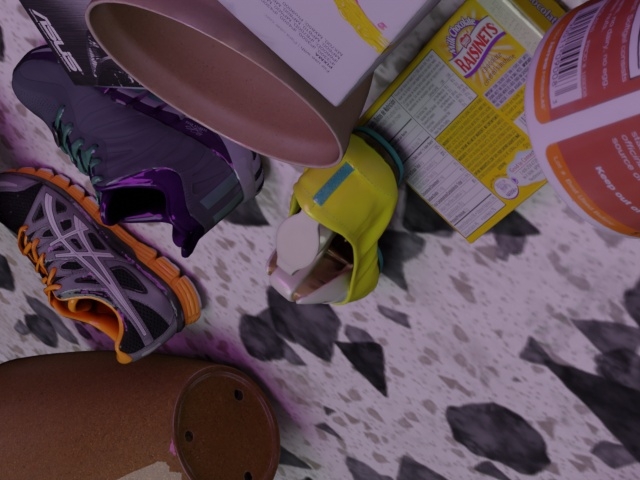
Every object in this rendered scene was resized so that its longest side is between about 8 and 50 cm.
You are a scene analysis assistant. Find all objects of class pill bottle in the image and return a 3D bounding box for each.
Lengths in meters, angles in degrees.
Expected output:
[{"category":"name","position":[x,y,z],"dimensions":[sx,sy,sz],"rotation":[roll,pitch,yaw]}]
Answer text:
[{"category":"pill bottle","position":[0.198,-0.075,0.780],"dimensions":[0.121,0.121,0.216],"rotation":[49,151,-14]}]

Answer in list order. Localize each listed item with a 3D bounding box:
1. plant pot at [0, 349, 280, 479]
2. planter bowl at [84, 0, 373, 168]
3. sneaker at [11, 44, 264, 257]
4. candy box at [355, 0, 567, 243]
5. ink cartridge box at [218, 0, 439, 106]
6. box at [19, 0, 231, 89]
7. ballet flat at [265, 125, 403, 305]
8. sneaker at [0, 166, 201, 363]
[{"category":"plant pot","position":[-0.160,0.190,1.531],"dimensions":[0.254,0.237,0.237],"rotation":[-20,116,42]},{"category":"planter bowl","position":[-0.033,-0.128,0.984],"dimensions":[0.162,0.109,0.162],"rotation":[28,166,8]},{"category":"sneaker","position":[-0.152,-0.066,1.252],"dimensions":[0.224,0.098,0.083],"rotation":[24,147,29]},{"category":"candy box","position":[0.095,-0.073,1.010],"dimensions":[0.105,0.027,0.206],"rotation":[46,152,0]},{"category":"ink cartridge box","position":[0.027,-0.174,0.844],"dimensions":[0.127,0.128,0.176],"rotation":[42,151,-1]},{"category":"box","position":[-0.140,-0.197,1.097],"dimensions":[0.183,0.056,0.231],"rotation":[9,138,46]},{"category":"ballet flat","position":[0.000,0.000,1.149],"dimensions":[0.077,0.077,0.231],"rotation":[40,160,9]},{"category":"sneaker","position":[-0.200,0.017,1.449],"dimensions":[0.215,0.083,0.084],"rotation":[34,153,17]}]
